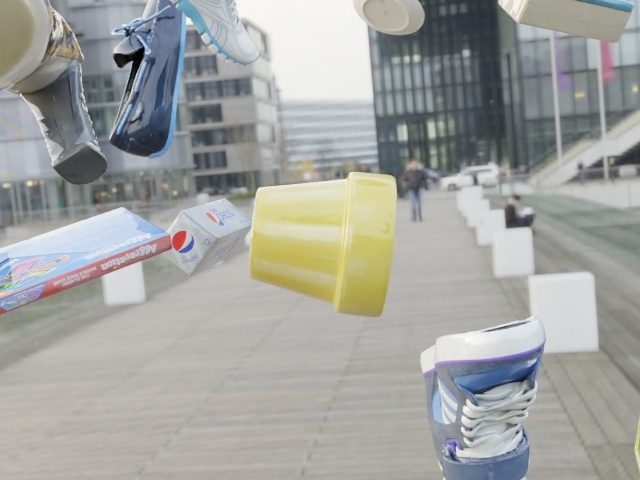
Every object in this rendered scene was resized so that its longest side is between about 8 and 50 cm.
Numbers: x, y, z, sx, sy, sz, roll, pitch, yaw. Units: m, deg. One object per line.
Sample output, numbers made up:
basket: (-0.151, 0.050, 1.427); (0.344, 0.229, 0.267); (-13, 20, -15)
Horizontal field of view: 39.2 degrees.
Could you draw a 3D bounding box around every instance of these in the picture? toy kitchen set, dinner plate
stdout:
toy kitchen set: (0.244, -0.330, 0.928); (0.122, 0.166, 0.207); (5, 35, -21)
dinner plate: (0.124, -0.426, 1.674); (0.141, 0.017, 0.141); (18, -25, 8)

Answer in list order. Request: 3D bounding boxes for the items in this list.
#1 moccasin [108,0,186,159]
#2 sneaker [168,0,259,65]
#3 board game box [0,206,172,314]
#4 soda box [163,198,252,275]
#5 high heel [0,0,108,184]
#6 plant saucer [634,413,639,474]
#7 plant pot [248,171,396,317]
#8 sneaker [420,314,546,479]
moccasin: (-0.299, -0.315, 1.546); (0.117, 0.341, 0.138); (7, -15, -19)
sneaker: (-0.134, -0.313, 1.195); (0.083, 0.191, 0.071); (-27, 39, 26)
board game box: (-0.354, 0.027, 1.192); (0.281, 0.027, 0.145); (-22, 29, -31)
soda box: (-0.226, -0.012, 1.822); (0.091, 0.098, 0.286); (38, 13, 4)
high heel: (-0.241, -0.175, 0.642); (0.093, 0.186, 0.261); (-26, -35, -3)
plant saucer: (0.547, 0.309, 1.459); (0.045, 0.188, 0.188); (8, 11, 13)
plant pot: (0.000, 0.000, 1.583); (0.239, 0.253, 0.254); (5, 5, -2)
sneaker: (0.210, 0.226, 1.069); (0.130, 0.236, 0.323); (-11, -12, -9)
